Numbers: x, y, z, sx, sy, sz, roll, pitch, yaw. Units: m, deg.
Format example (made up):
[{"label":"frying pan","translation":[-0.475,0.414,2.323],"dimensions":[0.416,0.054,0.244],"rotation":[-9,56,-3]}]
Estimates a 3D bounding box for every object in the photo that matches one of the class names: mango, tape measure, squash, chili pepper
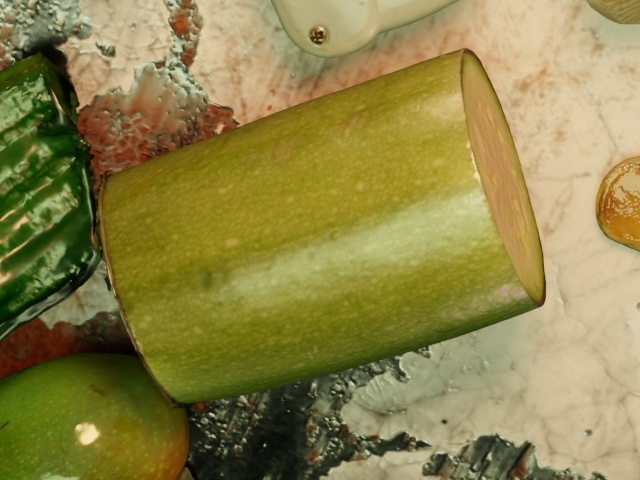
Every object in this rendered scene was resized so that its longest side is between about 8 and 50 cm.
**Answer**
[{"label":"mango","translation":[-0.315,0.245,1.849],"dimensions":[0.382,0.225,0.201],"rotation":[-21,133,3]},{"label":"tape measure","translation":[0.024,-0.306,1.634],"dimensions":[0.246,0.125,0.243],"rotation":[-23,109,17]},{"label":"squash","translation":[0.000,0.000,1.697],"dimensions":[0.384,0.263,0.263],"rotation":[-18,110,15]},{"label":"chili pepper","translation":[-0.350,-0.005,1.798],"dimensions":[0.213,0.167,0.385],"rotation":[36,101,-25]}]

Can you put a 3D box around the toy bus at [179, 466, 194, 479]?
[{"label":"toy bus","translation":[-0.141,0.408,1.974],"dimensions":[0.139,0.113,0.301],"rotation":[-20,110,19]}]

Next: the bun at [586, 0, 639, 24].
[{"label":"bun","translation":[0.336,-0.283,1.579],"dimensions":[0.231,0.231,0.133],"rotation":[-17,72,14]}]

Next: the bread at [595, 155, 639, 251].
[{"label":"bread","translation":[0.327,-0.035,1.765],"dimensions":[0.110,0.024,0.110],"rotation":[3,114,7]}]
